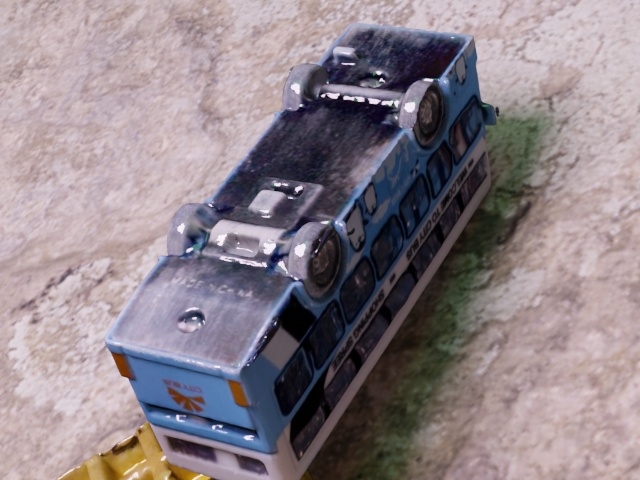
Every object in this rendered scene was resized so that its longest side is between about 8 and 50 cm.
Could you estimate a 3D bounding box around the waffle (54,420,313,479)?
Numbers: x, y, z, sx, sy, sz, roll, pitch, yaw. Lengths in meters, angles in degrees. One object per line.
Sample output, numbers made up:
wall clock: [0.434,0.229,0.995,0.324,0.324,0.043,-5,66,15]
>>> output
waffle: [-0.070,0.188,0.993,0.160,0.055,0.211,-32,42,4]

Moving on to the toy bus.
toy bus: [0.000,0.000,1.017,0.106,0.131,0.297,10,45,29]
